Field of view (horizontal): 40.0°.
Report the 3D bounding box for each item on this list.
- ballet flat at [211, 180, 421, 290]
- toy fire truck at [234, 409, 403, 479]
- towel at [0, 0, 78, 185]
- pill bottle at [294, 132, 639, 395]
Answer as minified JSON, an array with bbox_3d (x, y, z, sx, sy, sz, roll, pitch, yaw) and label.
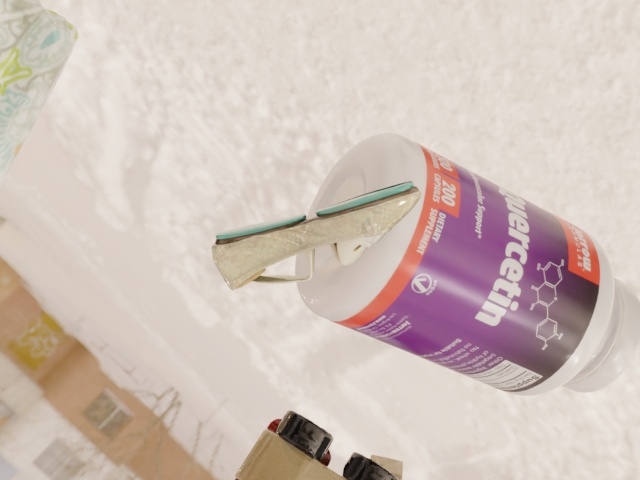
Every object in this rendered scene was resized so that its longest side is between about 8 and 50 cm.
[{"bbox_3d":[0.000,0.000,0.661,0.057,0.168,0.052,-39,-67,-72],"label":"ballet flat"},{"bbox_3d":[0.025,0.282,0.979,0.217,0.158,0.246,31,164,6],"label":"toy fire truck"},{"bbox_3d":[-0.456,-0.171,0.858,0.090,0.321,0.374,19,169,47],"label":"towel"},{"bbox_3d":[0.150,0.037,0.848,0.323,0.182,0.181,24,171,-22],"label":"pill bottle"}]
